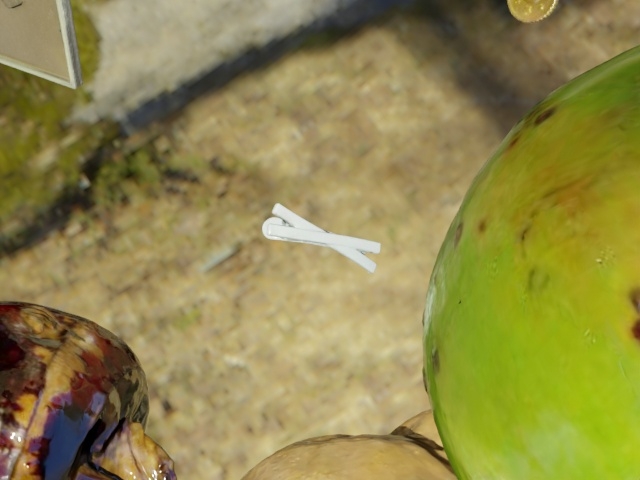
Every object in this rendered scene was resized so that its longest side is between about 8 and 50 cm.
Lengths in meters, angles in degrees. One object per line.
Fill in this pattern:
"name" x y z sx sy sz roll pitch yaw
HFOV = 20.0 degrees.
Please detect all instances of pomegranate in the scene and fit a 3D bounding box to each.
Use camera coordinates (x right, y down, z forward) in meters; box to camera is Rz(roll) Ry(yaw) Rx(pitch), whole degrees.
"pomegranate" 0.167 0.068 0.644 0.236 0.302 0.236 -23 161 -9

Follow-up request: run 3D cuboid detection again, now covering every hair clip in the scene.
"hair clip" 0.000 -0.001 1.646 0.115 0.039 0.030 20 83 -20

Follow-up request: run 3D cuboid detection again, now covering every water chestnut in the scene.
"water chestnut" -0.211 0.157 1.337 0.223 0.238 0.224 16 90 -75

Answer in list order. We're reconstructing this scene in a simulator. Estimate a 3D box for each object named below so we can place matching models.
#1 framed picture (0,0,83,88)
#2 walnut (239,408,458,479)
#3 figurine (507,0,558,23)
"framed picture" -0.302 -0.249 1.742 0.015 0.150 0.203 -48 146 -39
"walnut" 0.060 0.289 1.076 0.383 0.383 0.384 -22 143 -18
"figurine" 0.231 -0.363 1.931 0.143 0.271 0.143 -5 178 0
